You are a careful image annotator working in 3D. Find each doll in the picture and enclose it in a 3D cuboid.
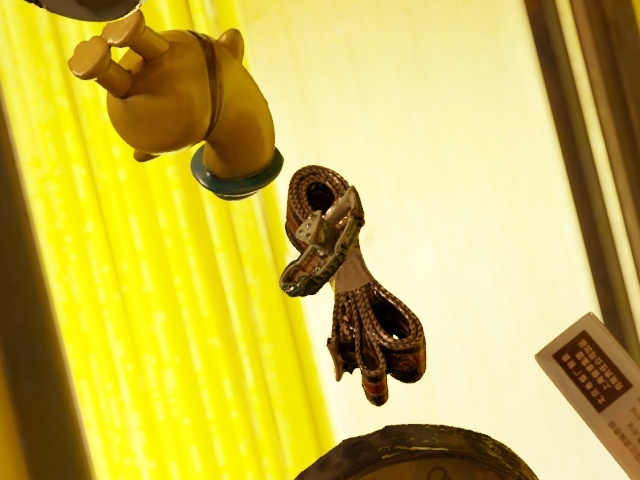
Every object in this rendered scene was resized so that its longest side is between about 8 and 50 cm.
[{"bbox_3d":[-0.143,-0.158,1.836,0.199,0.145,0.363,-41,144,10],"label":"doll"}]

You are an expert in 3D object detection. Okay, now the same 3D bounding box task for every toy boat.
[{"bbox_3d":[0.000,0.000,0.996,0.083,0.038,0.038,-55,-178,-4],"label":"toy boat"}]

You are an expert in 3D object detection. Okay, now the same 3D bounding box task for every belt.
[{"bbox_3d":[0.038,0.050,2.036,0.126,0.359,0.094,-18,142,-4],"label":"belt"}]

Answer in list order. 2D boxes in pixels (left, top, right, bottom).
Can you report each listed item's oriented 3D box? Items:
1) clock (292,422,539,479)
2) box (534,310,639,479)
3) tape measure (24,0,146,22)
[{"bbox_3d":[0.092,0.339,1.540,0.325,0.325,0.067,-14,-160,-6],"label":"clock"},{"bbox_3d":[0.282,0.183,1.235,0.067,0.243,0.155,-40,134,5],"label":"box"},{"bbox_3d":[-0.153,-0.204,0.850,0.182,0.181,0.107,-12,-139,56],"label":"tape measure"}]
